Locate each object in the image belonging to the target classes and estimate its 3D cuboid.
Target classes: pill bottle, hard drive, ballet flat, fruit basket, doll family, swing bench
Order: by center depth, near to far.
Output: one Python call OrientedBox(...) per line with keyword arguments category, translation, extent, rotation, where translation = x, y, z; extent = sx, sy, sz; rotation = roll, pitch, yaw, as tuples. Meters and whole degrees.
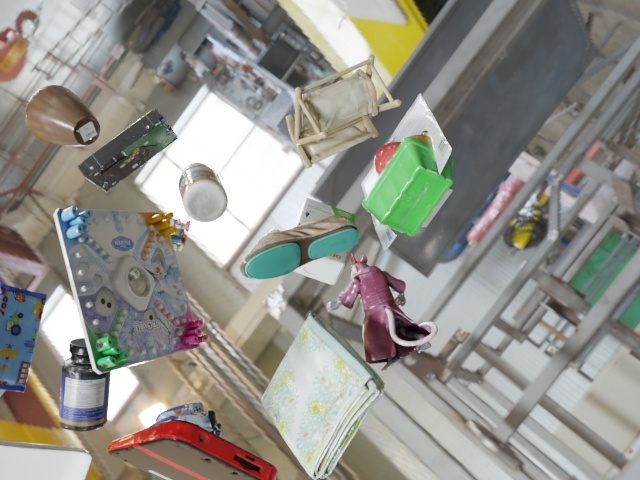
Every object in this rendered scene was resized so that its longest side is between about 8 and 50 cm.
OrientedBox(category="ballet flat", translation=(-0.061, 0.010, 1.590), extent=(0.316, 0.107, 0.106), rotation=(-14, -141, -28))
OrientedBox(category="pill bottle", translation=(-0.605, 0.368, 1.736), extent=(0.123, 0.219, 0.123), rotation=(6, -175, -1))
OrientedBox(category="fruit basket", translation=(0.229, -0.187, 1.808), extent=(0.165, 0.327, 0.353), rotation=(24, -152, -16))
OrientedBox(category="swing bench", translation=(0.053, -0.358, 1.907), extent=(0.165, 0.253, 0.254), rotation=(61, 163, 6))
OrientedBox(category="doll family", translation=(-0.498, -0.012, 2.059), extent=(0.163, 0.118, 0.263), rotation=(10, 170, -16))
OrientedBox(category="hard drive", translation=(-0.679, -0.319, 2.398), extent=(0.064, 0.339, 0.237), rotation=(52, 176, 6))
OrientedBox(category="pill bottle", translation=(-0.438, -0.185, 2.480), extent=(0.162, 0.162, 0.278), rotation=(35, -171, -27))

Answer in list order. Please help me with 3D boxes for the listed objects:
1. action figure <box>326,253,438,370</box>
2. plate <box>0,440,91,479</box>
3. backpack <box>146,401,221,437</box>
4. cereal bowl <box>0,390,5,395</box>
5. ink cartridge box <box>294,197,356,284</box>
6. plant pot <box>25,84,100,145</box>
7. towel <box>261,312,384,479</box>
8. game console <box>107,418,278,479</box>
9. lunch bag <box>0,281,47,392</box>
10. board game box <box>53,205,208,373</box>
OrientedBox(category="action figure", translation=(0.165, 0.196, 2.042), extent=(0.275, 0.248, 0.370), rotation=(96, 152, -69))
OrientedBox(category="plate", translation=(-0.644, 0.505, 1.413), extent=(0.277, 0.278, 0.045), rotation=(13, -147, -20))
OrientedBox(category="backpack", translation=(-0.505, 0.717, 2.412), extent=(0.263, 0.276, 0.213), rotation=(-9, -140, -28))
OrientedBox(category="cereal bowl", translation=(-1.028, 0.332, 1.839), extent=(0.339, 0.141, 0.339), rotation=(13, -167, -3))
OrientedBox(category="ink cartridge box", translation=(0.000, 0.000, 1.796), extent=(0.153, 0.087, 0.208), rotation=(19, -137, -4))
OrientedBox(category="plant pot", translation=(-0.903, -0.427, 2.429), extent=(0.230, 0.215, 0.215), rotation=(27, 178, 33))
OrientedBox(category="towel", translation=(-0.010, 0.419, 1.857), extent=(0.090, 0.320, 0.374), rotation=(27, -171, -36))
OrientedBox(category="game console", translation=(-0.346, 0.613, 1.858), extent=(0.386, 0.342, 0.060), rotation=(39, -134, -29))
OrientedBox(category="lunch bag", translation=(-0.786, 0.208, 1.509), extent=(0.293, 0.221, 0.138), rotation=(0, 164, 27))
OrientedBox(category="board game box", translation=(-0.452, 0.103, 1.674), extent=(0.390, 0.050, 0.390), rotation=(-1, -107, -65))
